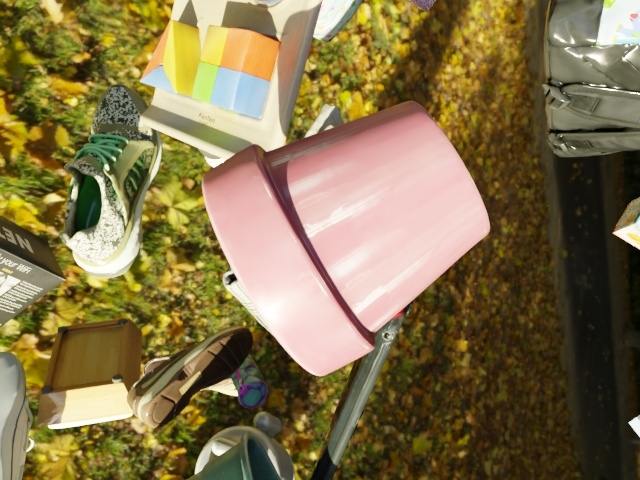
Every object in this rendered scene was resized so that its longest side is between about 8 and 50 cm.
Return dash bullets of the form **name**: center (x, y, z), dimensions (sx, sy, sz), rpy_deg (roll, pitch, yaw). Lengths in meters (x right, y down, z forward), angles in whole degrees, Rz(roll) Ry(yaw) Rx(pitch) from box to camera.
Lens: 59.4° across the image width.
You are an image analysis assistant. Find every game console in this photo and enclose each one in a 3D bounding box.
- **game console**: center (0.092, 0.226, 1.004), dimensions (0.342, 0.060, 0.387), rpy_deg (-52, 162, -69)

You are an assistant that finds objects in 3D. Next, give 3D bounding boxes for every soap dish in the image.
- **soap dish**: center (-0.584, 0.327, 1.438), dimensions (0.291, 0.228, 0.118), rpy_deg (-111, -161, -54)

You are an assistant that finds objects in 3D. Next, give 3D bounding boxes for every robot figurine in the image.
- **robot figurine**: center (-0.173, 0.565, 1.348), dimensions (0.353, 0.199, 0.300), rpy_deg (71, 40, -62)

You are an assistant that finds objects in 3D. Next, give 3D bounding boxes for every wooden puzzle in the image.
- **wooden puzzle**: center (-0.129, -0.295, 0.731), dimensions (0.080, 0.322, 0.348), rpy_deg (11, 101, -46)

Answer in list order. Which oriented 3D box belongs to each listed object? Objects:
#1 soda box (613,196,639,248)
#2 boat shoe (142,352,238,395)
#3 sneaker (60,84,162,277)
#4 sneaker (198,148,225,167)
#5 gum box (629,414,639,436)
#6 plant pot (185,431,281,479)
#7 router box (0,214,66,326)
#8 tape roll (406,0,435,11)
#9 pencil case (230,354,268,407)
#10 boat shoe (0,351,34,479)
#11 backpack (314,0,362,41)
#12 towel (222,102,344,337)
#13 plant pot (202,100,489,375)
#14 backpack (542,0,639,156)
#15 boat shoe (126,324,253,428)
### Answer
- **soda box**: center (0.486, 0.010, 0.728), dimensions (0.058, 0.183, 0.063), rpy_deg (-56, 173, -8)
- **boat shoe**: center (-0.351, 0.363, 1.564), dimensions (0.123, 0.342, 0.123), rpy_deg (67, 31, -58)
- **sneaker**: center (-0.423, -0.141, 1.109), dimensions (0.182, 0.158, 0.410), rpy_deg (74, 15, -73)
- **sneaker**: center (-0.146, -0.266, 1.027), dimensions (0.272, 0.100, 0.108), rpy_deg (-66, 150, -14)
- **gum box**: center (0.746, 0.410, 1.143), dimensions (0.184, 0.041, 0.157), rpy_deg (-5, 50, -32)
- **plant pot**: center (-0.199, 0.530, 0.870), dimensions (0.341, 0.334, 0.341), rpy_deg (156, -90, -84)
- **router box**: center (-0.498, 0.043, 0.647), dimensions (0.081, 0.243, 0.309), rpy_deg (53, -4, 24)
- **tape roll**: center (0.165, -0.440, 0.706), dimensions (0.090, 0.275, 0.275), rpy_deg (26, 57, -5)
- **pencil case**: center (-0.163, 0.284, 1.191), dimensions (0.064, 0.151, 0.070), rpy_deg (-45, 124, -1)
- **boat shoe**: center (-0.705, 0.440, 1.253), dimensions (0.156, 0.135, 0.367), rpy_deg (91, -16, -56)
- **backpack**: center (0.018, -0.511, 1.157), dimensions (0.182, 0.152, 0.115), rpy_deg (-52, 155, 16)
- **towel**: center (0.000, 0.000, 0.872), dimensions (0.324, 0.056, 0.312), rpy_deg (-63, 152, -21)
- **plant pot**: center (0.030, -0.016, 0.475), dimensions (0.201, 0.180, 0.201), rpy_deg (58, 5, -9)
- **backpack**: center (0.462, -0.215, 0.627), dimensions (0.290, 0.355, 0.273), rpy_deg (41, 70, -56)
- **boat shoe**: center (-0.241, 0.228, 1.033), dimensions (0.257, 0.095, 0.095), rpy_deg (-32, 124, -42)
